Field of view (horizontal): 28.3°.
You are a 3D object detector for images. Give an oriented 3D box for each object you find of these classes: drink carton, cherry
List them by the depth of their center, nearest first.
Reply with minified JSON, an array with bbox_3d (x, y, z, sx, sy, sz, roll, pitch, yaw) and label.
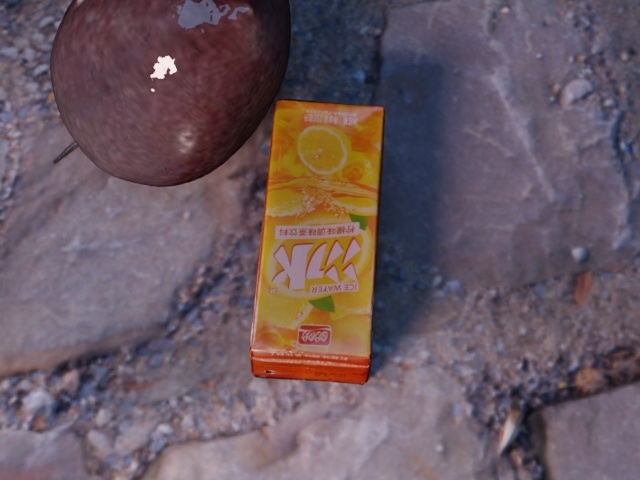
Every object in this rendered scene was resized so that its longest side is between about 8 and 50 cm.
[{"bbox_3d":[0.000,0.000,1.033,0.096,0.071,0.223,5,65,1],"label":"drink carton"},{"bbox_3d":[-0.118,-0.152,1.037,0.184,0.266,0.213,29,64,-25],"label":"cherry"}]
